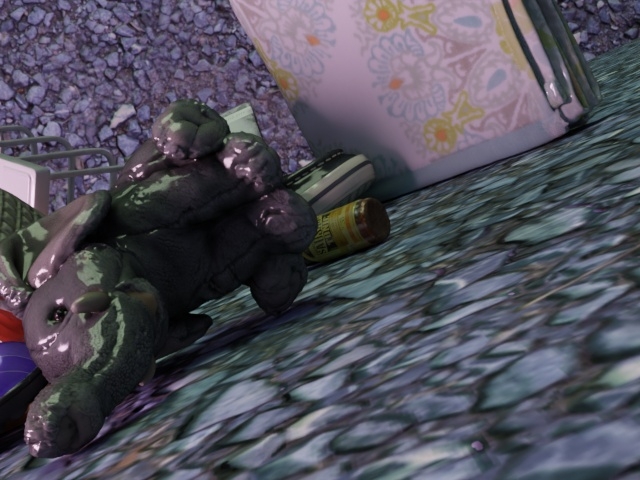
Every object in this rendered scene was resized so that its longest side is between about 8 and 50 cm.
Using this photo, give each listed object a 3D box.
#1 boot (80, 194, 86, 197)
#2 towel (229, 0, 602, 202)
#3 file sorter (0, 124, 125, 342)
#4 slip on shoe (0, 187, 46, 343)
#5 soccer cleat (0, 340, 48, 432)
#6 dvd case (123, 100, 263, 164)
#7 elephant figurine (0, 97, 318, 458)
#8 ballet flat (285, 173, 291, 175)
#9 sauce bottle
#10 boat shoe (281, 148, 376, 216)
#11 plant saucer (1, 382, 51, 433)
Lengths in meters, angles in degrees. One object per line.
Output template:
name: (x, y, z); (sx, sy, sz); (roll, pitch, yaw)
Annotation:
boot: (-0.239, -0.018, 1.448); (0.152, 0.197, 0.073); (-16, 52, 18)
towel: (0.095, -0.220, 1.148); (0.374, 0.321, 0.090); (-19, 13, 43)
file sorter: (-0.324, -0.016, 1.056); (0.277, 0.193, 0.173); (17, 18, 33)
slip on shoe: (-0.230, 0.041, 0.798); (0.101, 0.123, 0.331); (-38, -18, 3)
soccer cleat: (-0.331, 0.120, 0.687); (0.318, 0.116, 0.108); (-22, 11, 16)
dvd case: (-0.125, -0.042, 1.113); (0.164, 0.221, 0.018); (-23, -37, 6)
elephant figurine: (-0.132, 0.029, 0.655); (0.239, 0.169, 0.186); (-44, -16, -26)
ballet flat: (-0.097, -0.043, 1.437); (0.240, 0.091, 0.077); (-5, -18, -24)
sauce bottle: (0.000, 0.000, 0.884); (0.128, 0.042, 0.042); (-23, 5, 34)
boat shoe: (-0.162, -0.025, 1.251); (0.500, 0.156, 0.187); (-19, 5, 32)
plant saucer: (-0.227, 0.127, 0.759); (0.083, 0.013, 0.083); (-24, 5, 2)
